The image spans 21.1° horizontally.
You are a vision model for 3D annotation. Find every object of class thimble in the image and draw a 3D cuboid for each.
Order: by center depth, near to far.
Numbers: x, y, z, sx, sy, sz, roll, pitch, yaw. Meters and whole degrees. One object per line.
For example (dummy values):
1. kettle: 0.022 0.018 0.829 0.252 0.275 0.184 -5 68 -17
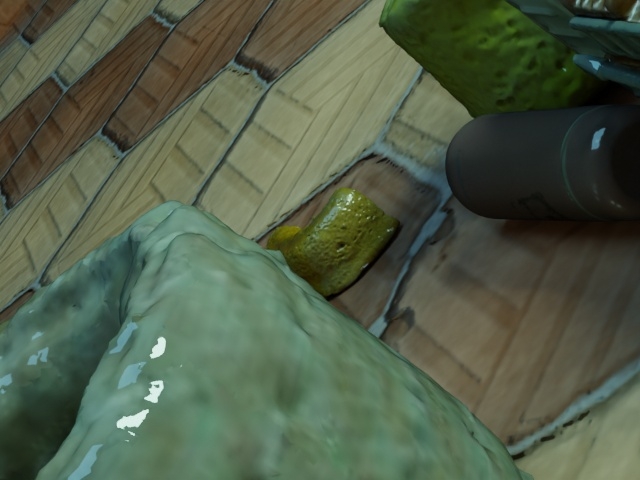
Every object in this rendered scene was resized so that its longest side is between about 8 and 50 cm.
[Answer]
1. thimble: -0.067 0.135 0.646 0.291 0.195 0.291 -41 22 21

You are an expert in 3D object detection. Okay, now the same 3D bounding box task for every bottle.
1. bottle: 0.110 -0.035 0.801 0.053 0.053 0.140 -53 20 -15

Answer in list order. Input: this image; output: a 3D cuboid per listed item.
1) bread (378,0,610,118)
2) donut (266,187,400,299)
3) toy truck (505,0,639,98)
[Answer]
1. bread: 0.100 -0.120 0.899 0.111 0.114 0.129 -40 17 41
2. donut: 0.000 0.000 0.988 0.067 0.038 0.083 -53 22 -4
3. toy truck: 0.184 -0.120 0.695 0.162 0.136 0.305 -58 23 -1
